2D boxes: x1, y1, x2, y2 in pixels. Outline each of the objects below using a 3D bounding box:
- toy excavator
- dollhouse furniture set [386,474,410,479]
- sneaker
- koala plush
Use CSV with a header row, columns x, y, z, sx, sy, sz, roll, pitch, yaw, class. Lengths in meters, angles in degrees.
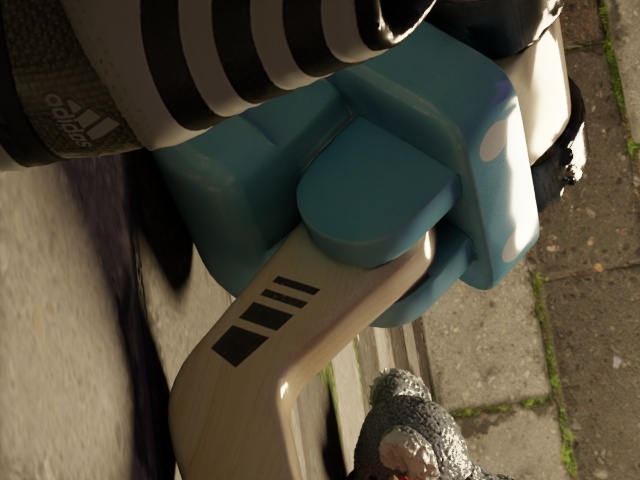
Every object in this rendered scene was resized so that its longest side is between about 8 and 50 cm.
x,y,z,sx,sy,sz,roll,pitch,yaw,class
0.000,0.000,0.905,0.433,0.445,0.222,35,-19,31,toy excavator
0.123,0.323,1.257,0.259,0.262,0.135,48,5,2,dollhouse furniture set
-0.045,-0.227,0.597,0.169,0.257,0.448,67,14,-60,sneaker
0.110,0.247,1.527,0.196,0.203,0.221,-82,149,-70,koala plush
